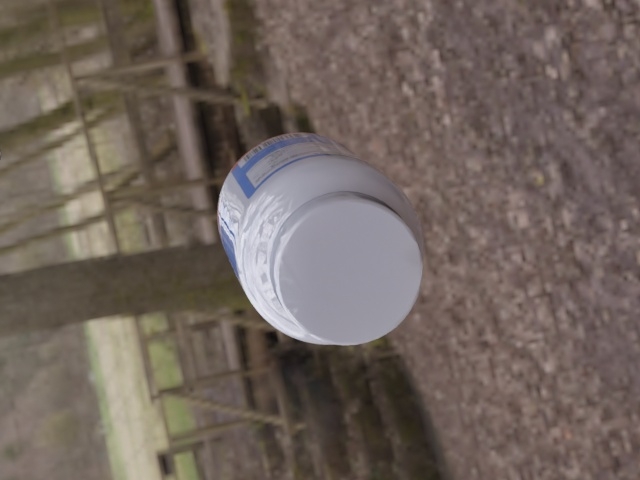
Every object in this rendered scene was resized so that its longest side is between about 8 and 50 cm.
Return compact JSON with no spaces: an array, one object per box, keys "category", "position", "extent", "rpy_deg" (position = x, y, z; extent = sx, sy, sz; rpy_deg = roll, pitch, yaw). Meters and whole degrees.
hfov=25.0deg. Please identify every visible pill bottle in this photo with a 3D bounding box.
[{"category":"pill bottle","position":[0.000,0.000,0.968],"extent":[0.221,0.124,0.124],"rpy_deg":[-126,27,-75]}]
